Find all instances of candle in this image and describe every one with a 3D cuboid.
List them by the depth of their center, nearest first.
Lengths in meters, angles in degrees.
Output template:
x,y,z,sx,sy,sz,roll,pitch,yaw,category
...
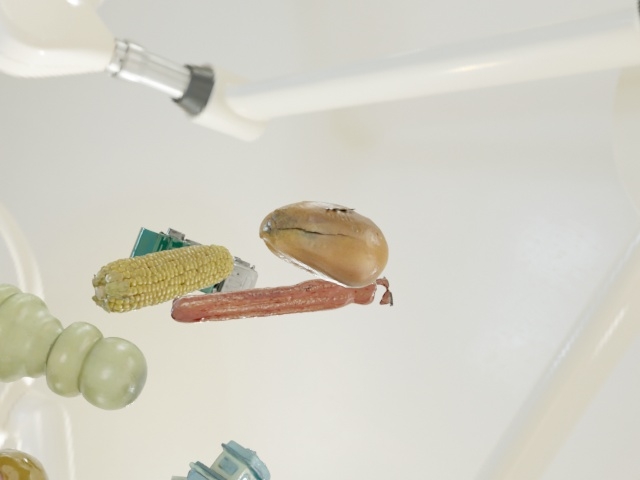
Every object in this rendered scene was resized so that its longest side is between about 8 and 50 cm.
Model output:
x,y,z,sx,sy,sz,roll,pitch,yaw,category
-0.056,0.087,1.272,0.051,0.329,0.048,-131,-142,-72,candle

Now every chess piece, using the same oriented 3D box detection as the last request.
x,y,z,sx,sy,sz,roll,pitch,yaw,category
-0.369,0.166,1.245,0.251,0.144,0.144,18,-88,11,chess piece

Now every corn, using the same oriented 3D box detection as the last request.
x,y,z,sx,sy,sz,roll,pitch,yaw,category
-0.267,0.062,1.481,0.091,0.260,0.091,-48,-116,44,corn

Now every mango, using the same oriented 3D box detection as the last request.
x,y,z,sx,sy,sz,roll,pitch,yaw,category
0.002,-0.003,0.966,0.105,0.159,0.084,-3,-118,57,mango

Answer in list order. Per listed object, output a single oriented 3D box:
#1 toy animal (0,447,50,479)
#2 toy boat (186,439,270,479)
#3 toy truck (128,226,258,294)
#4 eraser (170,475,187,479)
x,y,z,sx,sy,sz,roll,pitch,yaw,category
-0.481,0.369,1.204,0.195,0.281,0.169,-19,-114,15,toy animal
-0.099,0.362,1.200,0.109,0.238,0.098,22,-117,36,toy boat
-0.251,0.054,1.714,0.114,0.253,0.124,-69,-166,-3,toy truck
-0.211,0.398,1.307,0.019,0.038,0.083,-78,174,-75,eraser
